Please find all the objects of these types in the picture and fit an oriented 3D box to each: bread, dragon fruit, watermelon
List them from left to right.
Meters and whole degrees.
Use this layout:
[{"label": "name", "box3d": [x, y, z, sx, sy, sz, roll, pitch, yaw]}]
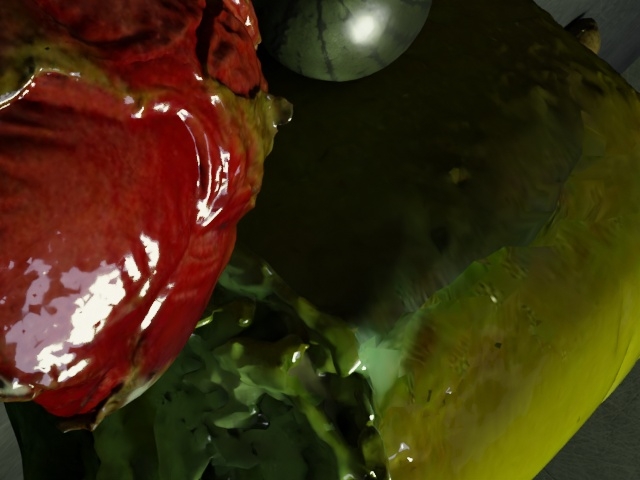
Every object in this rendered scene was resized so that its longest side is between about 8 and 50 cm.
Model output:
[{"label": "dragon fruit", "box3d": [-0.065, -0.029, 0.484, 0.161, 0.127, 0.120, -43, -179, -6]}, {"label": "watermelon", "box3d": [0.009, -0.105, 0.617, 0.078, 0.078, 0.111, -46, 173, 18]}, {"label": "bread", "box3d": [0.024, 0.013, 0.715, 0.376, 0.251, 0.208, -33, 162, -42]}]

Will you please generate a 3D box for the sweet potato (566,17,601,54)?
[{"label": "sweet potato", "box3d": [0.221, -0.148, 1.608, 0.273, 0.075, 0.075, -47, 174, -12]}]
